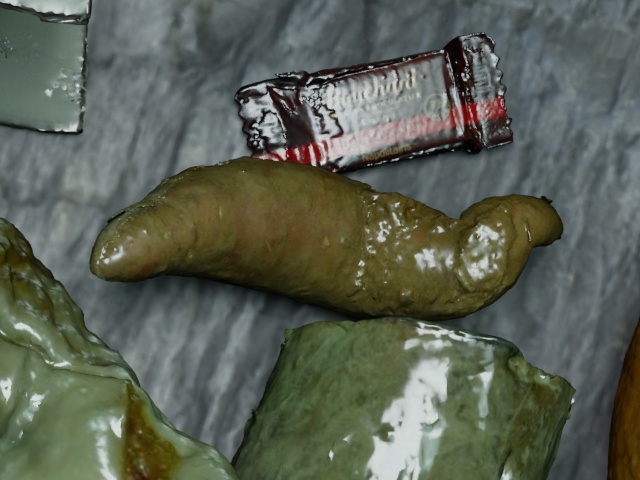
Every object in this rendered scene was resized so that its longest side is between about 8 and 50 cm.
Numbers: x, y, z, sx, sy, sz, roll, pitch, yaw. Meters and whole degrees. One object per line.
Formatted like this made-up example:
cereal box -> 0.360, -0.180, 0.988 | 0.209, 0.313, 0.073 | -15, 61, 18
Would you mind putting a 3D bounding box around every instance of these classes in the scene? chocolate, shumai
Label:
chocolate -> 0.038, -0.084, 1.123 | 0.182, 0.028, 0.086 | -16, 90, -11
shumai -> -0.153, 0.114, 0.945 | 0.203, 0.222, 0.272 | 11, 37, -17

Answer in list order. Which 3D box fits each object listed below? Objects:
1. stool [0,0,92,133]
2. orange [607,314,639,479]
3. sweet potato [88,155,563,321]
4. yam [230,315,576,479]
stool -> -0.213, -0.222, 0.992 | 0.170, 0.243, 0.270 | 3, 79, -9
orange -> 0.335, 0.111, 0.995 | 0.322, 0.322, 0.357 | 34, 82, -2
sweet potato -> 0.001, 0.000, 1.052 | 0.310, 0.124, 0.098 | 4, 91, -18
yam -> 0.017, 0.195, 0.981 | 0.195, 0.195, 0.300 | 23, 75, -5
